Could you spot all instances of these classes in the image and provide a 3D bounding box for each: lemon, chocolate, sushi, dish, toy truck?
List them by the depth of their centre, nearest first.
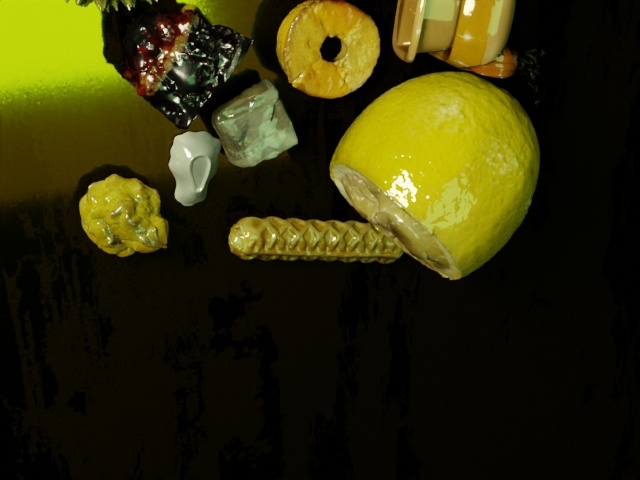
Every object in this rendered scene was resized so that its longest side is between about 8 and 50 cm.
[{"bbox_3d":[-0.230,-0.288,1.498,0.150,0.153,0.172,37,84,-22],"label":"sushi"},{"bbox_3d":[0.242,-0.394,1.630,0.212,0.288,0.204,8,112,-3],"label":"toy truck"},{"bbox_3d":[-0.214,-0.119,1.655,0.091,0.039,0.137,0,112,-27],"label":"dish"},{"bbox_3d":[0.220,-0.138,1.688,0.364,0.364,0.364,-11,118,-22],"label":"lemon"},{"bbox_3d":[0.369,-0.314,1.824,0.133,0.156,0.156,-57,131,-31],"label":"chocolate"}]

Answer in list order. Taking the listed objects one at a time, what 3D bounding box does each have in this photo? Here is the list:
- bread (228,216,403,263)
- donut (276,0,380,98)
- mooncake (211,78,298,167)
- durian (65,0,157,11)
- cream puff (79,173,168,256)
[{"bbox_3d":[0.000,0.001,1.798,0.368,0.084,0.077,3,72,-26],"label":"bread"},{"bbox_3d":[0.006,-0.335,1.645,0.190,0.075,0.174,-4,114,-30],"label":"donut"},{"bbox_3d":[-0.118,-0.200,1.644,0.130,0.073,0.125,-30,120,-13],"label":"mooncake"},{"bbox_3d":[-0.276,-0.471,1.435,0.394,0.163,0.198,-33,84,-9],"label":"durian"},{"bbox_3d":[-0.325,-0.032,1.597,0.146,0.116,0.146,-13,122,-23],"label":"cream puff"}]
